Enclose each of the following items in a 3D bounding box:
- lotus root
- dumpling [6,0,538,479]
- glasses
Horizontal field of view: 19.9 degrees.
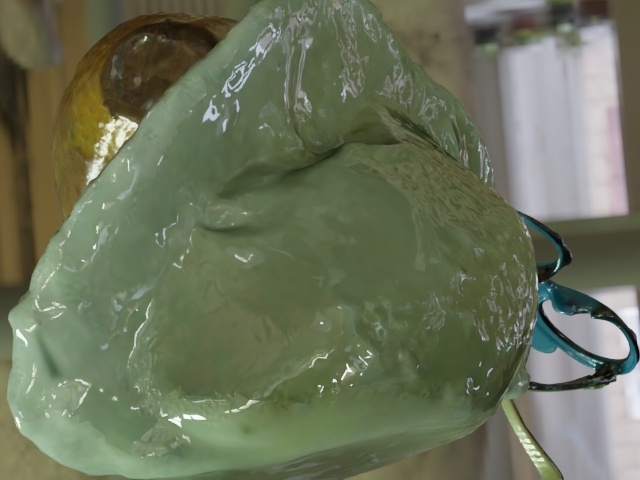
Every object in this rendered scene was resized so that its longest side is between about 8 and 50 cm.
[{"bbox_3d":[-0.090,-0.053,1.196,0.188,0.199,0.180,-13,158,-2],"label":"lotus root"},{"bbox_3d":[0.012,0.027,0.950,0.212,0.270,0.320,35,-173,9],"label":"dumpling"},{"bbox_3d":[0.193,0.088,1.502,0.102,0.207,0.239,-27,130,19],"label":"glasses"}]
